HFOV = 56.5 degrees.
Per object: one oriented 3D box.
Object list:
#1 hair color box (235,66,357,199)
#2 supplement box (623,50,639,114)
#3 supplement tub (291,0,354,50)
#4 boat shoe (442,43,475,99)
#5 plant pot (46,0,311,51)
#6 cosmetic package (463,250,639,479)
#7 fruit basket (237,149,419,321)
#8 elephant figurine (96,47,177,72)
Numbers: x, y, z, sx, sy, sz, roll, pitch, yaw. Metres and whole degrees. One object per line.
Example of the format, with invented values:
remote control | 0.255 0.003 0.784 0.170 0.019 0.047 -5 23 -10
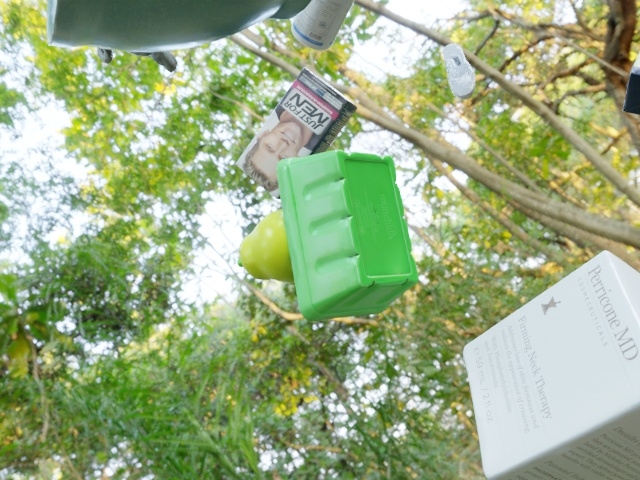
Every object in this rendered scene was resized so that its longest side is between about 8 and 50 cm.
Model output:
hair color box | -0.070 -0.303 1.733 0.347 0.174 0.105 -53 -13 13
supplement box | 0.334 -0.158 0.540 0.083 0.083 0.056 -61 -28 -16
supplement tub | 0.006 -0.345 0.884 0.071 0.071 0.107 -16 -28 -39
boat shoe | 0.191 -0.226 0.822 0.035 0.100 0.035 -17 -34 11
plant pot | -0.095 -0.283 0.465 0.196 0.293 0.293 3 -50 -27
cosmetic package | 0.556 0.305 1.188 0.327 0.329 0.393 30 -54 -21
fruit basket | 0.000 0.000 1.344 0.283 0.392 0.392 -1 -49 -37
elephant figurine | -0.343 -0.398 1.069 0.169 0.239 0.185 21 -99 -29
